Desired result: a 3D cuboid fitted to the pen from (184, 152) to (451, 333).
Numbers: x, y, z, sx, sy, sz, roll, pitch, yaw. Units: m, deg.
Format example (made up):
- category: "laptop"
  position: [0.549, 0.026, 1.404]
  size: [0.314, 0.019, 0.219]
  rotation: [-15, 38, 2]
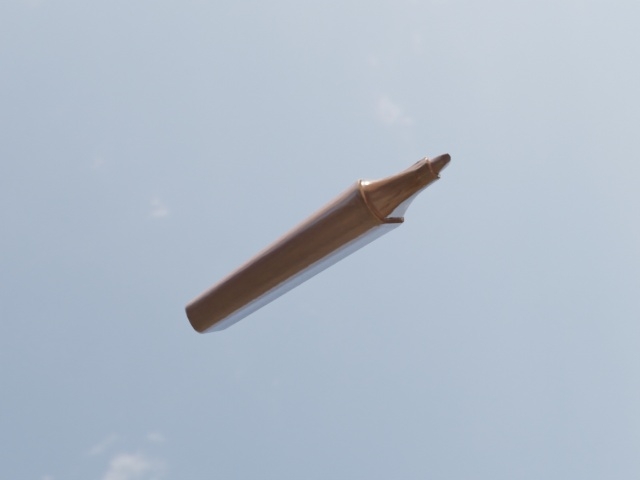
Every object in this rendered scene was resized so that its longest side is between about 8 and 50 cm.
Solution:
- category: "pen"
  position: [0.000, 0.000, 0.765]
  size: [0.032, 0.197, 0.053]
  rotation: [62, -158, 12]
